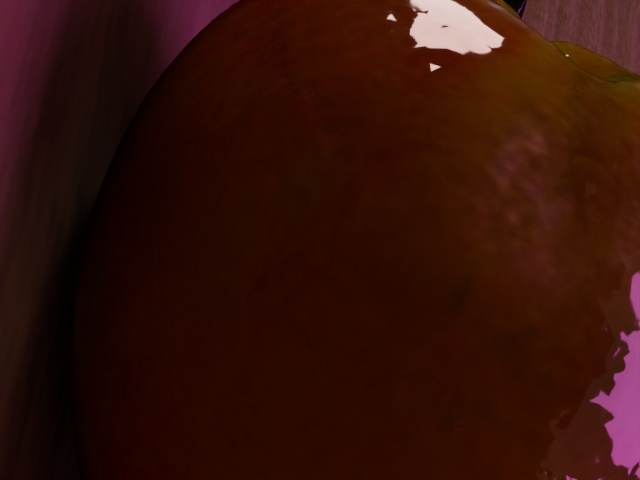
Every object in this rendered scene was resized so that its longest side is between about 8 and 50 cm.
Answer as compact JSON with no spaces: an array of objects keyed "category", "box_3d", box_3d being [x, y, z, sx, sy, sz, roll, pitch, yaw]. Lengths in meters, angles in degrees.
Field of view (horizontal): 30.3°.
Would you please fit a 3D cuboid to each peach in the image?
[{"category":"peach","box_3d":[0.029,0.049,0.531,0.308,0.308,0.332,-54,162,-79]}]

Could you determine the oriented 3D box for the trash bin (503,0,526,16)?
[{"category":"trash bin","box_3d":[0.074,-0.221,0.999,0.252,0.203,0.301,59,9,-1]}]
